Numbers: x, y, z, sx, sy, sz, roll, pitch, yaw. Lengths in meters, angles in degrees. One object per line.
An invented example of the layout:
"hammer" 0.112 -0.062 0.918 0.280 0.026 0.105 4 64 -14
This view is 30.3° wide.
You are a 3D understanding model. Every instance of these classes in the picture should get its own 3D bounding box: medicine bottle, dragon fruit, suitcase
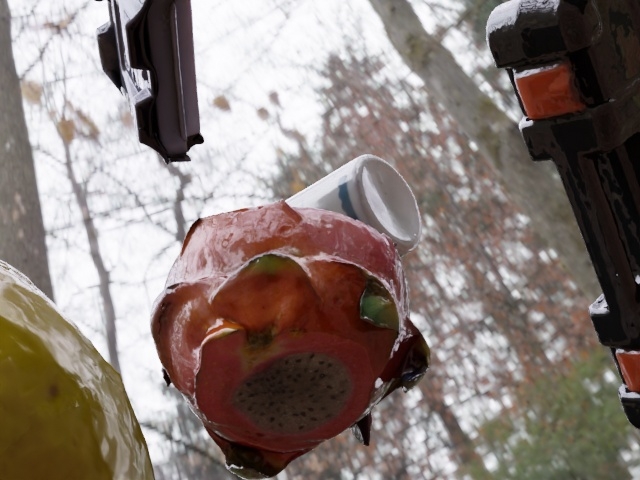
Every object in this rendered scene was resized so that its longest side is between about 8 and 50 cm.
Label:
"medicine bottle" 0.000 0.000 1.504 0.237 0.139 0.139 -29 -50 30
"dragon fruit" -0.030 0.106 1.198 0.290 0.189 0.291 -5 -44 -5
"suitcase" 0.221 -0.045 0.735 0.206 0.066 0.286 -35 -72 -38

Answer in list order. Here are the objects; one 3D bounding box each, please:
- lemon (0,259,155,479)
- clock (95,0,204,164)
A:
"lemon" -0.193 0.131 0.557 0.235 0.236 0.263 -15 -93 -9
"clock" -0.203 -0.234 1.366 0.083 0.186 0.253 -16 -47 -18
